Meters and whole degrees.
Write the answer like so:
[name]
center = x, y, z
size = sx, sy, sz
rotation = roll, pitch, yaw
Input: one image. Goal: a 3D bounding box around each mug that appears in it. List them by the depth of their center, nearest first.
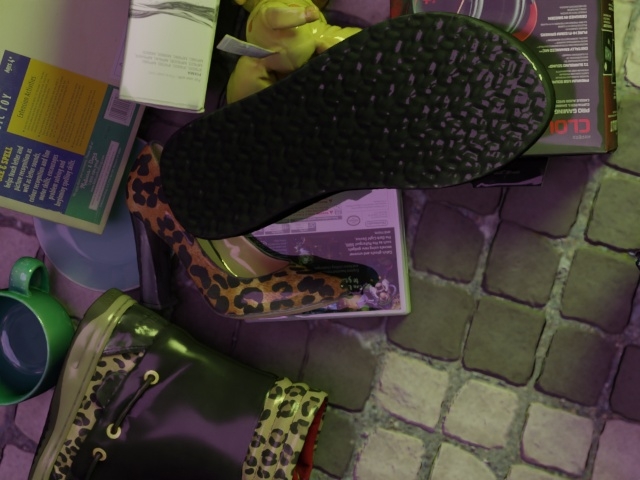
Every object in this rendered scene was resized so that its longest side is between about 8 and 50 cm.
[mug]
center = -0.337, 0.109, 1.767
size = 0.158, 0.097, 0.129
rotation = -42, 83, 16

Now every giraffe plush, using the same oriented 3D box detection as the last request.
[giraffe plush]
center = -0.039, -0.237, 1.622
size = 0.181, 0.210, 0.170
rotation = -28, 55, 26

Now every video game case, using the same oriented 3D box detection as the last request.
[video game case]
center = 0.000, 0.000, 1.694
size = 0.190, 0.022, 0.173
rotation = -4, 94, 16

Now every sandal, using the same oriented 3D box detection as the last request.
[sandal]
center = 0.035, -0.116, 1.530
size = 0.446, 0.107, 0.167
rotation = -13, 92, 34

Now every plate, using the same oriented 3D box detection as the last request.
[plate]
center = -0.240, -0.034, 1.762
size = 0.188, 0.024, 0.188
rotation = 2, 97, 16

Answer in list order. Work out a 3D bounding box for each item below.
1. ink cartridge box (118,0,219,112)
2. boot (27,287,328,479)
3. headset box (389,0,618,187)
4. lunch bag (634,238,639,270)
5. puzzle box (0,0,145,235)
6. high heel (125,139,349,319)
[ink cartridge box]
center = -0.148, -0.249, 1.584
size = 0.092, 0.158, 0.218
rotation = 6, 100, -6
[boot]
center = -0.167, 0.266, 1.711
size = 0.284, 0.138, 0.377
rotation = 20, 107, 9
[headset box]
center = 0.187, -0.200, 1.570
size = 0.218, 0.110, 0.293
rotation = 0, 96, 17
[lunch bag]
center = 0.484, -0.003, 1.459
size = 0.305, 0.212, 0.256
rotation = -44, 66, 15
[puzzle box]
center = -0.302, -0.233, 1.652
size = 0.272, 0.052, 0.409
rotation = 17, 96, -23
[high heel]
center = -0.094, -0.015, 1.655
size = 0.261, 0.093, 0.186
rotation = 2, 102, 25
